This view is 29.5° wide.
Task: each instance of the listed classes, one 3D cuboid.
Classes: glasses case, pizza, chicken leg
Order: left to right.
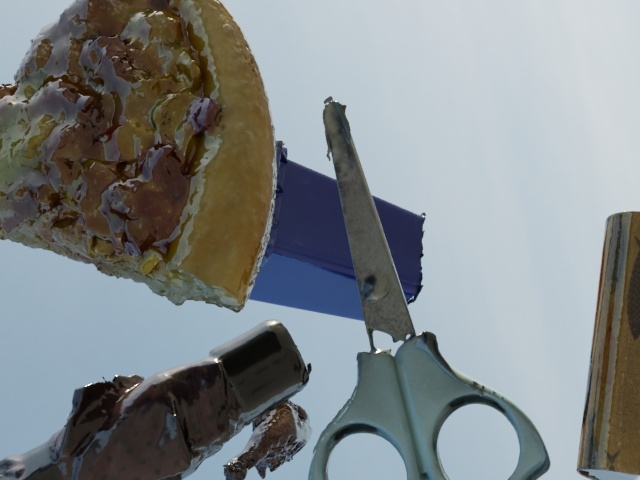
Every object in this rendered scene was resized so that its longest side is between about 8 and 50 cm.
[{"bbox_3d":[-0.145,-0.068,0.761,0.081,0.228,0.290,51,-159,-60],"label":"pizza"},{"bbox_3d":[-0.050,0.206,1.253,0.093,0.053,0.205,-61,-19,-2],"label":"chicken leg"},{"bbox_3d":[0.195,0.070,0.788,0.064,0.041,0.170,61,-142,-70],"label":"glasses case"}]

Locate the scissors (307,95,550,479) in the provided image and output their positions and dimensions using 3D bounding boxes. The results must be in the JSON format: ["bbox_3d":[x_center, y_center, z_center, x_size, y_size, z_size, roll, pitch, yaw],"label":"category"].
[{"bbox_3d":[0.051,0.066,0.929,0.029,0.191,0.360,-51,-53,-79],"label":"scissors"}]

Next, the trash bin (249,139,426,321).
[{"bbox_3d":[0.000,0.000,1.425,0.234,0.184,0.163,17,-123,-16],"label":"trash bin"}]

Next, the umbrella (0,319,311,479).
[{"bbox_3d":[-0.148,0.151,0.776,0.094,0.326,0.090,58,169,18],"label":"umbrella"}]
